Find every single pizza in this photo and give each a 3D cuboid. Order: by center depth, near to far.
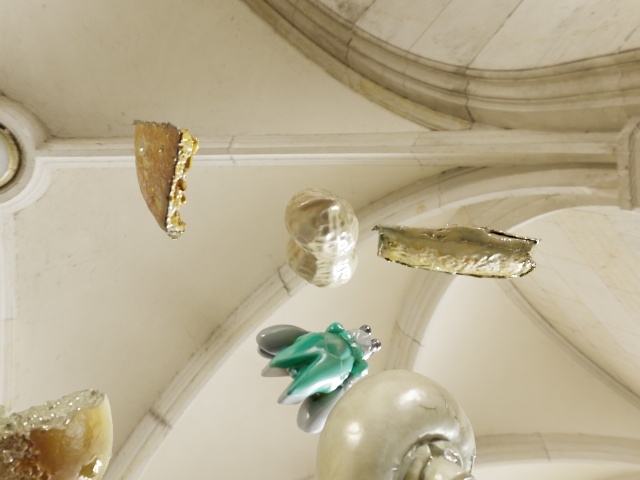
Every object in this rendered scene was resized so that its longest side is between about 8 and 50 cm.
[{"bbox_3d":[-0.192,-0.099,0.622,0.041,0.178,0.131,-2,-38,-45],"label":"pizza"}]

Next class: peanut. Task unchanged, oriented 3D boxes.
[{"bbox_3d":[0.000,0.000,0.879,0.136,0.298,0.120,-18,-115,-6],"label":"peanut"}]

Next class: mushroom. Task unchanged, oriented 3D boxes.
[{"bbox_3d":[0.116,0.304,0.662,0.246,0.202,0.246,-8,-77,-36],"label":"mushroom"}]

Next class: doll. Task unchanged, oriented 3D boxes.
[{"bbox_3d":[0.003,0.240,0.894,0.258,0.195,0.153,14,-52,-29],"label":"doll"}]

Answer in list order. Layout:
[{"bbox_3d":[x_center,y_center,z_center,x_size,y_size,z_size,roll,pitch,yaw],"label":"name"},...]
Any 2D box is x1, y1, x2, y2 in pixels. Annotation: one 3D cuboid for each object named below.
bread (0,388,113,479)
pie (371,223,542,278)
[{"bbox_3d":[-0.446,0.325,0.681,0.314,0.171,0.192,-6,-87,8],"label":"bread"},{"bbox_3d":[0.227,0.017,0.860,0.282,0.128,0.068,8,-117,7],"label":"pie"}]
